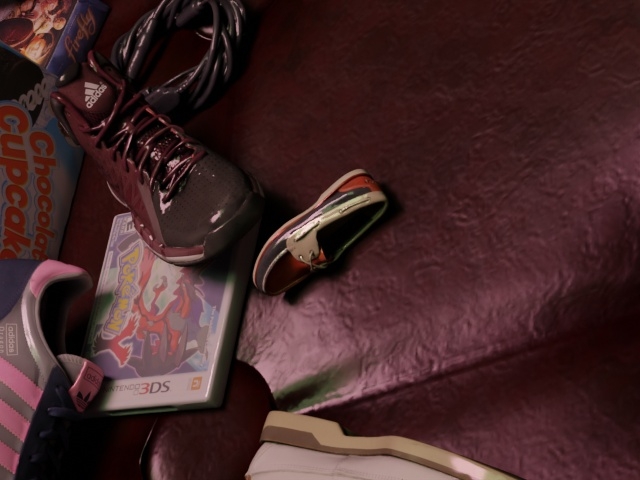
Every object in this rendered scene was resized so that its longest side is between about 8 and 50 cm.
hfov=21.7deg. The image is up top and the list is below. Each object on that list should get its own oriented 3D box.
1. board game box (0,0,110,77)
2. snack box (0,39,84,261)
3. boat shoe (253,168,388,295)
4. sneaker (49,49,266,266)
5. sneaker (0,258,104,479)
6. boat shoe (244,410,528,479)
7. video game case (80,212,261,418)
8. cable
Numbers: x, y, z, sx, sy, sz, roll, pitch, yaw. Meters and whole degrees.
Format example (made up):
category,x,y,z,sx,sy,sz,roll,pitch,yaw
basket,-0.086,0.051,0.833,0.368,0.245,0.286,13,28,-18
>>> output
category,x,y,z,sx,sy,sz,roll,pitch,yaw
board game box,-0.337,-0.158,1.803,0.165,0.042,0.243,11,74,46
snack box,-0.334,-0.033,1.615,0.060,0.187,0.322,-11,59,39
boat shoe,0.000,0.000,1.384,0.137,0.049,0.043,-43,45,9
sneaker,-0.165,-0.081,1.467,0.106,0.162,0.281,-45,31,-10
sneaker,-0.254,0.159,1.459,0.131,0.112,0.319,-10,68,6
boat shoe,0.053,0.195,1.173,0.302,0.113,0.103,1,68,56
video game case,-0.140,0.058,1.497,0.183,0.023,0.201,-9,59,40
cable,-0.140,-0.185,1.638,0.184,0.047,0.150,-35,41,27
